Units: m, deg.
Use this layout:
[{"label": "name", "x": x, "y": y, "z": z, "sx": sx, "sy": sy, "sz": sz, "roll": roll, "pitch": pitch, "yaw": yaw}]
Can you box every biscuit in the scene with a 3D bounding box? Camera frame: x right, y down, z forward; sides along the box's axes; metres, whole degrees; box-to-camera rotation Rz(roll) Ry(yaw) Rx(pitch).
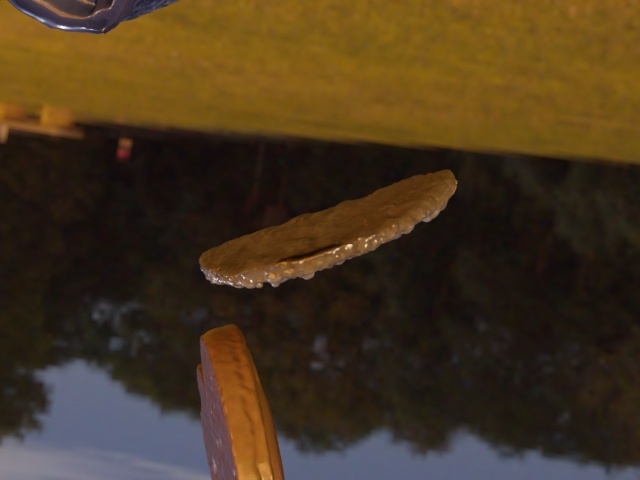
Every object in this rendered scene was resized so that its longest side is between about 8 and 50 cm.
[{"label": "biscuit", "x": 0.003, "y": 0.000, "z": 1.533, "sx": 0.250, "sy": 0.032, "sz": 0.133, "roll": -19, "pitch": -164, "yaw": 9}, {"label": "biscuit", "x": -0.055, "y": 0.167, "z": 1.250, "sx": 0.044, "sy": 0.202, "sz": 0.288, "roll": -10, "pitch": 169, "yaw": -6}]

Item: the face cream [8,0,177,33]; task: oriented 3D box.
[{"label": "face cream", "x": -0.151, "y": -0.306, "z": 1.354, "sx": 0.249, "sy": 0.249, "sz": 0.225, "roll": 8, "pitch": -153, "yaw": 41}]
